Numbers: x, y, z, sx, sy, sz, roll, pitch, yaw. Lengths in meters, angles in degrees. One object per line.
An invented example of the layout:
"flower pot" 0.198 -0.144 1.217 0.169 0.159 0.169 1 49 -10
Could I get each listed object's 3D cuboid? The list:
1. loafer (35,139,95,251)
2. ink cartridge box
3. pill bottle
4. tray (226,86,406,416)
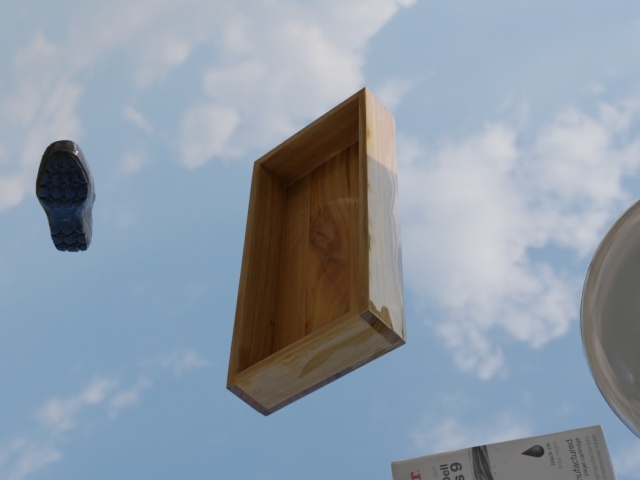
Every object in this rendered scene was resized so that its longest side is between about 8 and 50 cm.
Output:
"loafer" -0.348 -0.069 1.404 0.223 0.076 0.078 103 -16 -56
"ink cartridge box" 0.250 0.381 1.350 0.289 0.121 0.211 -11 -117 2
"pill bottle" 0.245 0.045 0.639 0.161 0.161 0.283 -40 169 10
"tray" 0.000 0.000 1.255 0.202 0.076 0.411 -31 -147 27
